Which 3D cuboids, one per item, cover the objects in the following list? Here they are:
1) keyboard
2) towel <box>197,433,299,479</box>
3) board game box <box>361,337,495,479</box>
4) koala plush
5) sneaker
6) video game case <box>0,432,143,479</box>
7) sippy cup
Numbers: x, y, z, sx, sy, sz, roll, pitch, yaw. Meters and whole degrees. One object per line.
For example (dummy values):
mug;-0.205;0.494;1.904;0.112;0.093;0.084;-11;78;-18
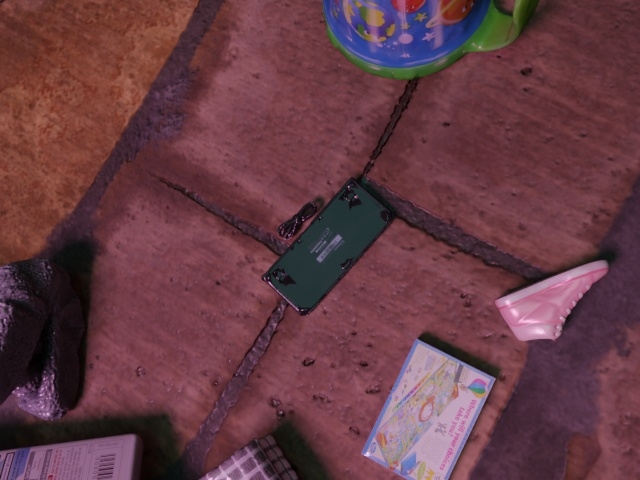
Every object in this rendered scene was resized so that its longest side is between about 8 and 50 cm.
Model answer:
keyboard;0.000;0.000;0.763;0.108;0.023;0.180;42;90;8
towel;-0.116;0.404;0.670;0.283;0.121;0.235;-39;75;3
board game box;0.129;0.210;0.699;0.103;0.026;0.154;26;87;14
koala plush;-0.452;0.122;0.760;0.221;0.196;0.203;-1;69;12
sneaker;0.280;0.075;0.679;0.134;0.051;0.070;-25;79;10
video game case;-0.354;0.379;0.607;0.299;0.036;0.329;-7;46;-1
sippy cup;0.098;-0.347;0.695;0.305;0.224;0.240;-5;80;11
